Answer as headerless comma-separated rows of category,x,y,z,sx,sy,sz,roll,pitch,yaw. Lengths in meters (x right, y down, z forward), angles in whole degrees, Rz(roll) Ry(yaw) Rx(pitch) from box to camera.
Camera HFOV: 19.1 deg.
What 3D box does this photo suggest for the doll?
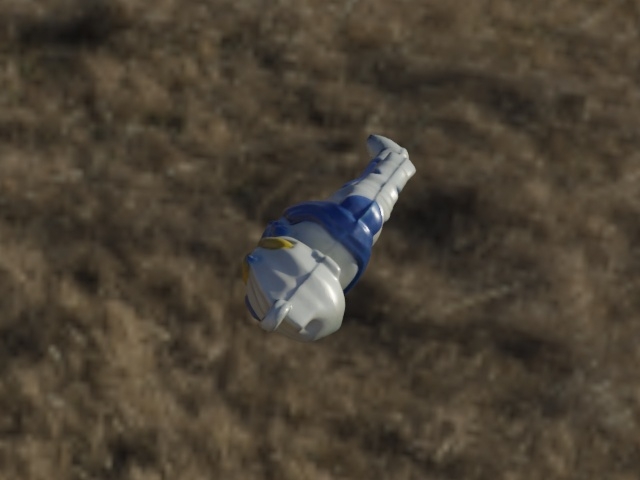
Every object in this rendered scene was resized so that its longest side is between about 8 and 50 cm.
doll,0.000,0.000,0.999,0.057,0.114,0.227,46,16,-7
